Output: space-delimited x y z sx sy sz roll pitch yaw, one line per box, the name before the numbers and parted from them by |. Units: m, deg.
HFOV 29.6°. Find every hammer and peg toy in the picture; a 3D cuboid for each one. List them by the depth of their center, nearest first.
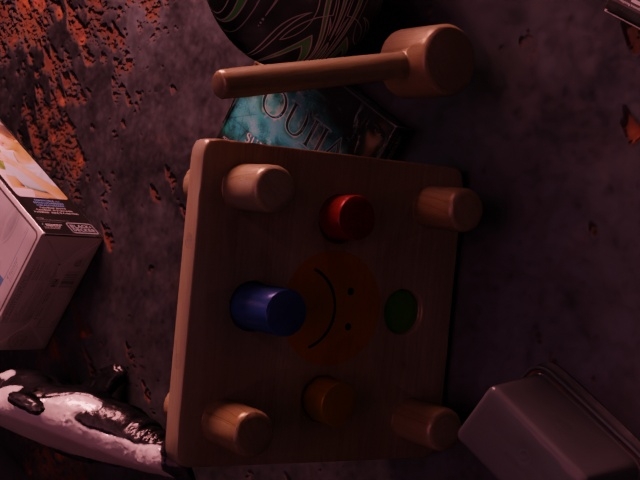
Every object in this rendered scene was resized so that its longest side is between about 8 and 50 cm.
hammer and peg toy | 0.000 0.000 0.982 0.127 0.266 0.361 8 94 57

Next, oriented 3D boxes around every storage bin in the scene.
storage bin | 0.172 0.168 0.941 0.135 0.091 0.098 46 115 32

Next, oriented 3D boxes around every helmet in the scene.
helmet | -0.019 -0.234 1.072 0.161 0.169 0.169 34 109 50

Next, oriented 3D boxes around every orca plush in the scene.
orca plush | -0.234 0.166 1.265 0.287 0.151 0.102 1 57 42

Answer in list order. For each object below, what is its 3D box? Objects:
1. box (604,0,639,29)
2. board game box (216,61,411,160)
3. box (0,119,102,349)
box | 0.360 -0.196 0.828 0.270 0.060 0.216 37 110 34
board game box | -0.011 -0.101 1.144 0.186 0.026 0.126 41 113 33
box | -0.392 -0.025 1.408 0.290 0.087 0.169 45 115 31
